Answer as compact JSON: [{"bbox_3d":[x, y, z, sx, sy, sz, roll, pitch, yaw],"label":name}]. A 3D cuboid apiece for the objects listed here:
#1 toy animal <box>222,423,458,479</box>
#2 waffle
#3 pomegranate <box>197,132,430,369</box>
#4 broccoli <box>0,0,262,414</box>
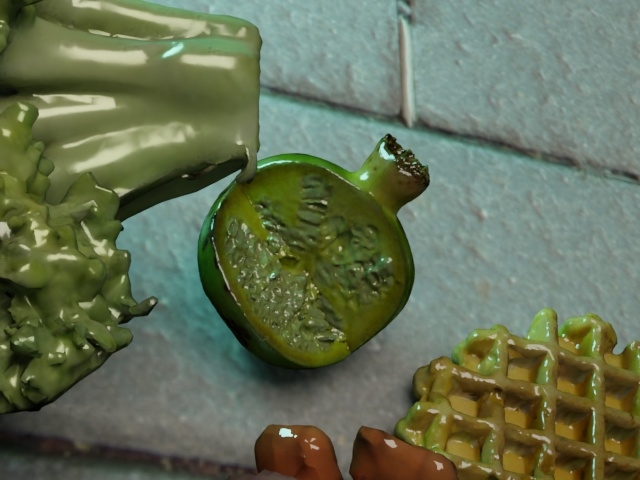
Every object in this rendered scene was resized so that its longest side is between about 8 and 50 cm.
[{"bbox_3d":[-0.043,0.233,0.699,0.281,0.195,0.169,-42,119,-43],"label":"toy animal"},{"bbox_3d":[0.182,0.165,0.908,0.249,0.056,0.253,-11,62,-29],"label":"waffle"},{"bbox_3d":[-0.002,0.003,0.895,0.143,0.122,0.169,41,85,1],"label":"pomegranate"},{"bbox_3d":[-0.173,-0.071,0.748,0.281,0.293,0.348,1,90,-2],"label":"broccoli"}]
